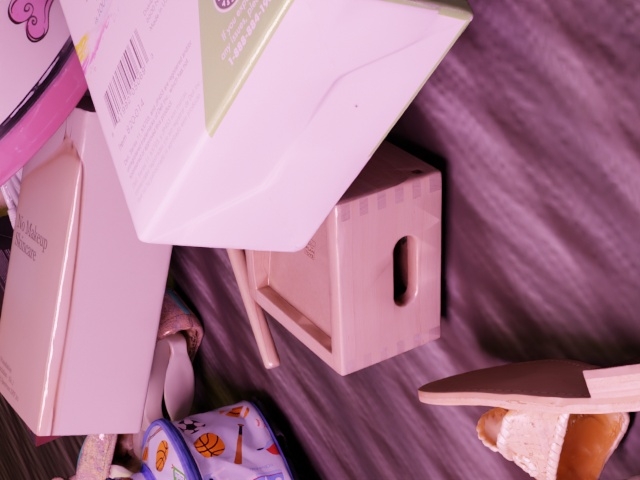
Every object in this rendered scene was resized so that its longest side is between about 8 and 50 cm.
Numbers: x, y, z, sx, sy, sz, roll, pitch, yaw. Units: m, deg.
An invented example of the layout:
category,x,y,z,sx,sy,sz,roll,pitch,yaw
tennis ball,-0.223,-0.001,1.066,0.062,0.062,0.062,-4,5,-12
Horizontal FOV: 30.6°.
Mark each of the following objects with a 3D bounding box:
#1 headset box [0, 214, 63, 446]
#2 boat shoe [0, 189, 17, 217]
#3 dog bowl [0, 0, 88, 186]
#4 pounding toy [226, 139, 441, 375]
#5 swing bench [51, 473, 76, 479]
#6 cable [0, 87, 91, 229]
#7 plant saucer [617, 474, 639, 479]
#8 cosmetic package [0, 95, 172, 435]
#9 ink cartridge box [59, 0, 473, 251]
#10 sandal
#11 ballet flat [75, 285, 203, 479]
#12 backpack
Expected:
category,x,y,z,sx,sy,sz,roll,pitch,yaw
headset box,-0.404,0.134,1.674,0.218,0.110,0.293,52,148,32
boat shoe,-0.493,-0.119,1.688,0.109,0.098,0.302,45,144,41
dog bowl,-0.367,-0.172,1.125,0.150,0.408,0.408,45,169,-33
pounding toy,-0.003,0.006,0.838,0.206,0.094,0.181,36,137,49
swing bench,-0.231,0.405,1.465,0.253,0.165,0.255,64,153,13
cable,-0.326,-0.124,1.381,0.257,0.089,0.257,-19,89,63
plant saucer,0.253,0.280,0.527,0.400,0.100,0.400,43,143,45
cosmetic package,-0.228,0.019,1.144,0.160,0.113,0.309,24,107,56
ink cartridge box,-0.070,-0.193,0.719,0.207,0.119,0.353,-53,48,39
sandal,0.138,0.108,0.647,0.240,0.088,0.079,-20,84,59
ballet flat,-0.192,0.205,1.260,0.106,0.107,0.316,27,114,38
backpack,-0.105,0.291,1.120,0.276,0.213,0.263,50,137,41
